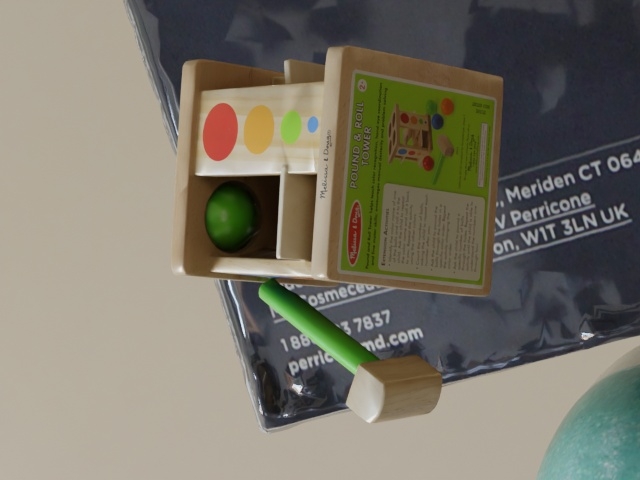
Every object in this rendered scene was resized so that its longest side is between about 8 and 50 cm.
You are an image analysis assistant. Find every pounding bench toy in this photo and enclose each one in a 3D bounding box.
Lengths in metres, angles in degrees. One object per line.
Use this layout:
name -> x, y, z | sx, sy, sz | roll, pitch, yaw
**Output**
pounding bench toy -> 0.000, 0.000, 0.472 | 0.052, 0.065, 0.083 | 6, -94, -41

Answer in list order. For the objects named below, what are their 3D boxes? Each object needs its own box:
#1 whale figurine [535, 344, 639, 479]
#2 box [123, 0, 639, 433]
whale figurine -> 0.204, 0.147, 0.780 | 0.141, 0.272, 0.216 | -44, -37, -34
box -> 0.071, -0.127, 0.677 | 0.183, 0.294, 0.296 | -18, 3, 29
